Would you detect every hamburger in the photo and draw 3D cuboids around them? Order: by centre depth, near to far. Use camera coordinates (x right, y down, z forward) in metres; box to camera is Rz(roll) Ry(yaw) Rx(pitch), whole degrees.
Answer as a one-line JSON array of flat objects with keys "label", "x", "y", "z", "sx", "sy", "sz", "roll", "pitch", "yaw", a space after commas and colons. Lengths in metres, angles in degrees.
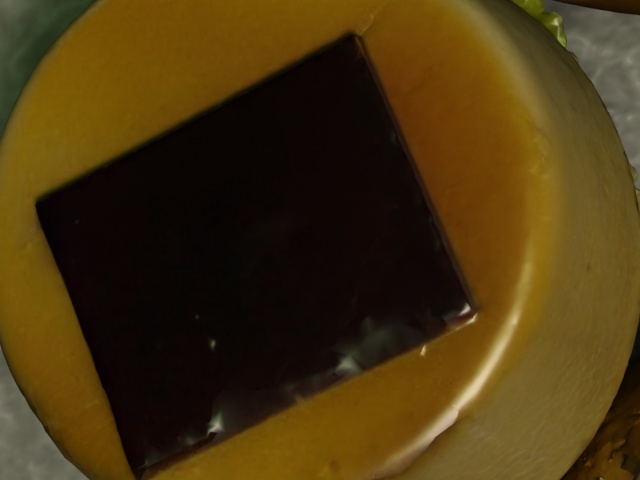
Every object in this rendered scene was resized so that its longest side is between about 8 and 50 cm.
[{"label": "hamburger", "x": 0.000, "y": 0.000, "z": 0.752, "sx": 0.300, "sy": 0.176, "sz": 0.300, "roll": -4, "pitch": 79, "yaw": 19}]

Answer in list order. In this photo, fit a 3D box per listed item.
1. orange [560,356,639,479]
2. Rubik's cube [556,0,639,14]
[{"label": "orange", "x": 0.233, "y": 0.149, "z": 0.758, "sx": 0.274, "sy": 0.274, "sz": 0.274, "roll": 0, "pitch": 97, "yaw": -2}, {"label": "Rubik's cube", "x": 0.062, "y": -0.238, "z": 0.784, "sx": 0.254, "sy": 0.254, "sz": 0.254, "roll": 0, "pitch": 97, "yaw": -2}]
